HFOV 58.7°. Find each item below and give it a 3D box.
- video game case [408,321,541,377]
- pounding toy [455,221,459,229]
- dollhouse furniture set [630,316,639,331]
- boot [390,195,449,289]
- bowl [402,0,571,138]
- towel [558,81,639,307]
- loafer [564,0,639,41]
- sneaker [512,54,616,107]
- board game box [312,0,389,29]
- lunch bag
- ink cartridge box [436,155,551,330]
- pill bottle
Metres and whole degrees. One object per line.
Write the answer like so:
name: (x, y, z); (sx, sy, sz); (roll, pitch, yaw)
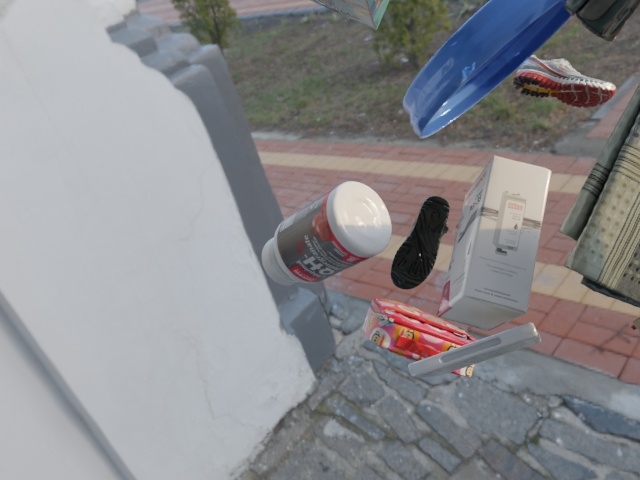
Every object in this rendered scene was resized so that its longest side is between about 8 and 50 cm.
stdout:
video game case: (0.275, 0.194, 0.988); (0.206, 0.227, 0.026); (-23, 70, 16)
pounding toy: (0.461, -0.007, 1.544); (0.181, 0.206, 0.094); (42, 100, 23)
dollhouse furniture set: (0.450, 0.119, 0.604); (0.129, 0.129, 0.184); (-39, -7, 12)
boot: (0.258, 0.011, 1.440); (0.094, 0.246, 0.207); (22, -1, 12)
bowl: (0.313, -0.348, 1.054); (0.391, 0.077, 0.391); (-38, -6, -5)
towel: (0.523, -0.049, 0.851); (0.324, 0.312, 0.056); (-66, 22, 2)
loafer: (0.406, -0.340, 0.653); (0.096, 0.084, 0.267); (-39, -3, -27)
sneaker: (0.576, -0.382, 1.332); (0.225, 0.088, 0.092); (22, 76, 17)
board game box: (-0.023, -0.416, 0.825); (0.254, 0.079, 0.336); (25, 15, 1)
lunch bag: (0.261, 0.258, 1.487); (0.293, 0.120, 0.258); (20, 4, -5)
ink cartridge box: (0.329, 0.012, 1.094); (0.117, 0.207, 0.282); (16, 72, 3)
pill bottle: (0.000, 0.000, 1.346); (0.319, 0.176, 0.176); (-29, 15, 46)
